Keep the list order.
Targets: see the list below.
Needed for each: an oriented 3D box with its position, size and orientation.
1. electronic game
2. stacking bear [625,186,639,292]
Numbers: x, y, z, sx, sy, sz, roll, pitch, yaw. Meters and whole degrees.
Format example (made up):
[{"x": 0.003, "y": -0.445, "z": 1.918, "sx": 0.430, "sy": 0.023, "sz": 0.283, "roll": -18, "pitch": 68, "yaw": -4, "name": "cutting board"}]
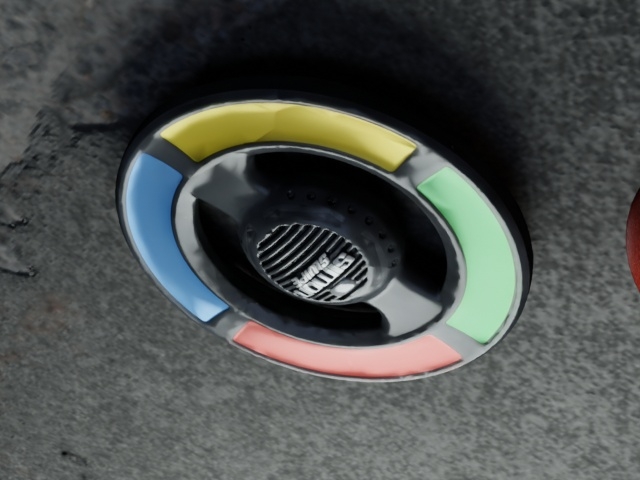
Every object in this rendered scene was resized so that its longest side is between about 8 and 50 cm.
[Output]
[{"x": 0.000, "y": 0.000, "z": 0.891, "sx": 0.229, "sy": 0.048, "sz": 0.229, "roll": 11, "pitch": 140, "yaw": 9, "name": "electronic game"}, {"x": 0.237, "y": 0.057, "z": 0.706, "sx": 0.164, "sy": 0.289, "sz": 0.175, "roll": -14, "pitch": 134, "yaw": -20, "name": "stacking bear"}]
